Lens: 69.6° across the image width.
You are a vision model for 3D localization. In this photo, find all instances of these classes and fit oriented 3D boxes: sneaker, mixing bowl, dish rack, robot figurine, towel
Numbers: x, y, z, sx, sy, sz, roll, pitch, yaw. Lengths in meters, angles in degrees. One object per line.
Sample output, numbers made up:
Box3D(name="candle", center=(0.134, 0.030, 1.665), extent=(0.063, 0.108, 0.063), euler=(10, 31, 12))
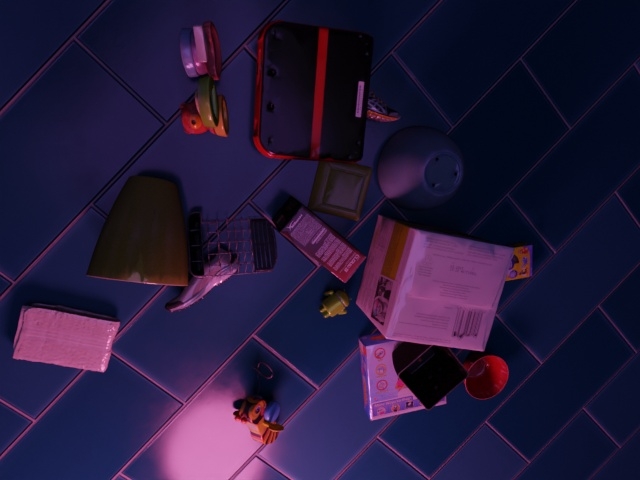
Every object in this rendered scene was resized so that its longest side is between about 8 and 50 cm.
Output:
Box3D(name="sneaker", center=(0.159, -0.434, 1.473), extent=(0.215, 0.084, 0.083), euler=(13, 94, -14))
Box3D(name="mixing bowl", center=(0.619, 0.508, 1.783), extent=(0.181, 0.098, 0.181), euler=(-3, 103, -11))
Box3D(name="dish rack", center=(-0.270, 0.013, 1.432), extent=(0.272, 0.074, 0.208), euler=(-4, 71, -15))
Box3D(name="robot figurine", center=(0.051, 0.220, 1.603), extent=(0.115, 0.067, 0.101), euler=(-36, 99, -3))
Box3D(name="sneaker", center=(-0.388, 0.127, 1.476), extent=(0.271, 0.100, 0.108), euler=(-39, 99, -8))
Box3D(name="towel", center=(-0.795, 0.304, 1.442), extent=(0.282, 0.049, 0.187), euler=(16, 100, -17))

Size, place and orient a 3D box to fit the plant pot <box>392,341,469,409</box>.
Box3D(name="plant pot", center=(0.354, 0.421, 1.576), extent=(0.187, 0.167, 0.188), euler=(-40, 107, -1))

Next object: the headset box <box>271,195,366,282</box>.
Box3D(name="headset box", center=(0.000, 0.000, 1.463), extent=(0.293, 0.218, 0.110), euler=(39, 92, -17))

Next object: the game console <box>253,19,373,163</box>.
Box3D(name="game console", center=(-0.021, -0.432, 1.367), extent=(0.342, 0.060, 0.386), euler=(0, 103, -18))

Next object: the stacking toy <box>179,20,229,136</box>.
Box3D(name="stacking toy", center=(-0.348, -0.435, 1.263), extent=(0.130, 0.279, 0.308), euler=(-4, 105, -1))

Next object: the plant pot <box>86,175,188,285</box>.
Box3D(name="plant pot", center=(-0.504, -0.029, 1.339), extent=(0.275, 0.275, 0.293), euler=(8, 85, -15))

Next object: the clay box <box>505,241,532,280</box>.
Box3D(name="clay box", center=(0.681, 0.087, 1.724), extent=(0.222, 0.053, 0.127), euler=(-9, 104, -11))

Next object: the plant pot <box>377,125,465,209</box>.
Box3D(name="plant pot", center=(0.354, -0.228, 1.504), extent=(0.290, 0.195, 0.290), euler=(-3, 103, -13))

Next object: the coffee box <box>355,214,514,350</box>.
Box3D(name="coffee box", center=(0.352, 0.125, 1.510), extent=(0.338, 0.334, 0.338), euler=(11, 98, -14))

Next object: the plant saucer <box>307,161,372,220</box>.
Box3D(name="plant saucer", center=(0.071, -0.170, 1.531), extent=(0.188, 0.045, 0.188), euler=(12, 99, -15))

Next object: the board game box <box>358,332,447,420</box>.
Box3D(name="board game box", center=(0.307, 0.484, 1.713), extent=(0.308, 0.086, 0.301), euler=(-8, 104, -11))

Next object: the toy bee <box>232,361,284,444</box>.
Box3D(name="toy bee", center=(-0.230, 0.592, 1.576), extent=(0.195, 0.162, 0.298), euler=(-17, 101, 37))
